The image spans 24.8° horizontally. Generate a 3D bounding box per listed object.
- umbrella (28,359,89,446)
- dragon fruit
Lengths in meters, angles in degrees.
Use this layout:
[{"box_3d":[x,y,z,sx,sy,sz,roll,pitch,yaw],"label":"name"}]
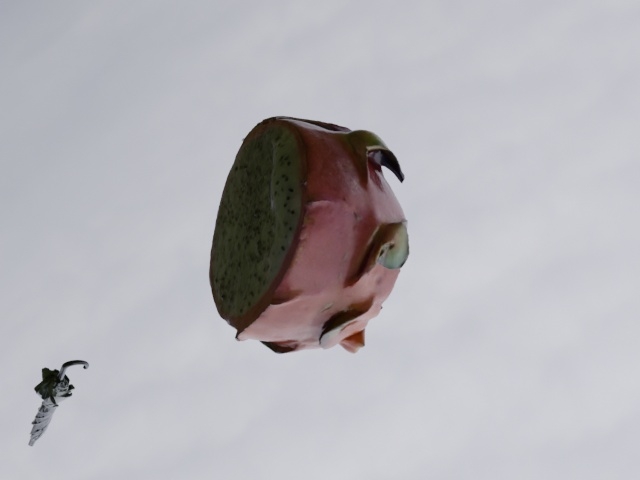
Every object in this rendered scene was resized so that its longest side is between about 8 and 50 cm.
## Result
[{"box_3d":[-0.303,0.178,1.593,0.269,0.044,0.044,131,-46,-55],"label":"umbrella"},{"box_3d":[0.000,0.000,1.724,0.290,0.189,0.291,-168,-90,-68],"label":"dragon fruit"}]
